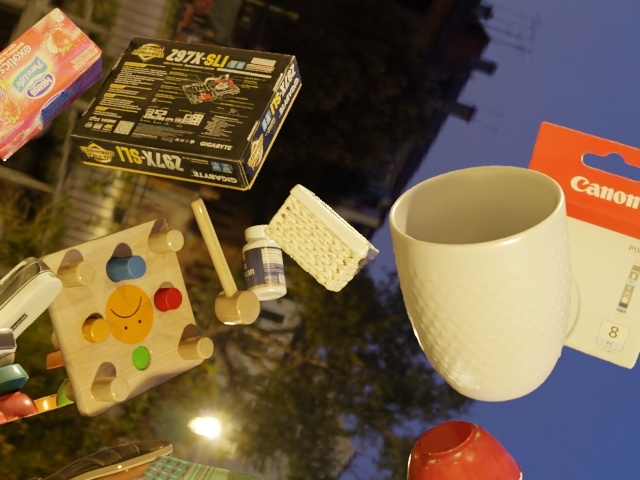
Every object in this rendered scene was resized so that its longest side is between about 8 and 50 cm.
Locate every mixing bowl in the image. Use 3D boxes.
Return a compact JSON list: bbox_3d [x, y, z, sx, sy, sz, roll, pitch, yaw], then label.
[{"bbox_3d":[0.204,0.338,1.550,0.181,0.182,0.098,-104,172,-74],"label":"mixing bowl"}]

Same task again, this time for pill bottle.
[{"bbox_3d":[-0.138,0.053,2.455,0.094,0.094,0.169,128,-44,-67],"label":"pill bottle"}]

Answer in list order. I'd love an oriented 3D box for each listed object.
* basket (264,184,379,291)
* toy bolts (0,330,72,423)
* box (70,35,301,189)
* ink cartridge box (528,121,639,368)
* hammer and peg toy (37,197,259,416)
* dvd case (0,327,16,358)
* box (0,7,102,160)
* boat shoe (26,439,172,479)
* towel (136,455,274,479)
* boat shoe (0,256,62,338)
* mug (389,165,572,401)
[{"bbox_3d":[0.000,0.000,1.727,0.103,0.167,0.113,-50,167,4],"label":"basket"},{"bbox_3d":[-0.582,0.268,2.043,0.218,0.229,0.158,-21,-97,41],"label":"toy bolts"},{"bbox_3d":[-0.227,-0.224,1.743,0.079,0.322,0.257,77,29,-49],"label":"box"},{"bbox_3d":[0.492,0.008,1.891,0.091,0.308,0.384,-28,135,-62],"label":"ink cartridge box"},{"bbox_3d":[-0.276,0.094,1.637,0.127,0.361,0.265,-8,-79,41],"label":"hammer and peg toy"},{"bbox_3d":[-0.431,0.125,0.936,0.179,0.239,0.029,-25,-106,27],"label":"dvd case"},{"bbox_3d":[-0.532,-0.284,1.866,0.257,0.122,0.128,-45,178,-17],"label":"box"},{"bbox_3d":[-0.376,0.411,1.635,0.111,0.307,0.104,-3,-78,67],"label":"boat shoe"},{"bbox_3d":[-0.094,0.373,1.287,0.271,0.370,0.040,-44,140,-67],"label":"towel"},{"bbox_3d":[-0.465,0.113,1.430,0.219,0.070,0.077,-43,159,-19],"label":"boat shoe"},{"bbox_3d":[0.272,0.062,1.708,0.374,0.276,0.327,-92,170,-63],"label":"mug"}]
